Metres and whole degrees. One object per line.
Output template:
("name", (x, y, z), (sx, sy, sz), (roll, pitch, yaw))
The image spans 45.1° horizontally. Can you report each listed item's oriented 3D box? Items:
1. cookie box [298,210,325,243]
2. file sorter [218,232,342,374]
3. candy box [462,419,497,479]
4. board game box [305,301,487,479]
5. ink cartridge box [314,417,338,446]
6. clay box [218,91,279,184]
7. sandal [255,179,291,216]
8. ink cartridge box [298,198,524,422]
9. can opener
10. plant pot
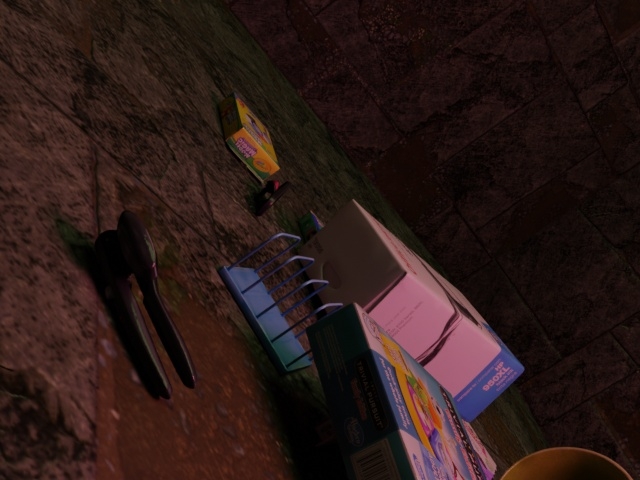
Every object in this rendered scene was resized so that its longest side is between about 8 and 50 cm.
("cookie box", (0.000, 0.000, 1.680), (0.092, 0.040, 0.107), (46, 13, -36))
("file sorter", (-0.040, 0.085, 1.088), (0.170, 0.104, 0.118), (57, 10, 12))
("candy box", (0.265, 0.407, 1.506), (0.164, 0.070, 0.196), (57, 11, 14))
("board game box", (0.123, 0.263, 1.001), (0.336, 0.079, 0.253), (45, 20, -47))
("ink cartridge box", (0.030, 0.243, 1.019), (0.029, 0.063, 0.115), (60, 12, 20))
("clay box", (-0.153, -0.220, 1.655), (0.127, 0.053, 0.222), (47, 13, -33))
("sandal", (-0.098, -0.091, 1.484), (0.040, 0.067, 0.179), (43, 14, -3))
("ink cartridge box", (0.173, 0.137, 1.500), (0.395, 0.166, 0.285), (38, 11, -34))
("can opener", (-0.171, 0.065, 0.740), (0.073, 0.059, 0.186), (105, -35, -69))
("plant pot", (0.501, 0.608, 1.504), (0.274, 0.275, 0.293), (-106, 174, -59))
